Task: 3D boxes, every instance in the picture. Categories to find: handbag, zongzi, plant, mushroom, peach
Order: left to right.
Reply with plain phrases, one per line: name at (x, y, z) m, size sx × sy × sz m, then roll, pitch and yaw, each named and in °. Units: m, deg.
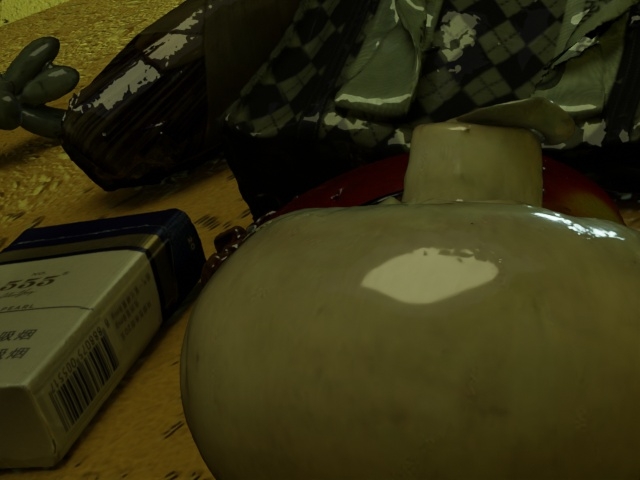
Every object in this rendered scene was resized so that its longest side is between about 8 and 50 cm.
plant at (-0.441, -0.169, 1.473) m, size 0.274 × 0.147 × 0.149 m, roll -21°, pitch 20°, yaw -10°
zongzi at (-0.105, -0.198, 1.159) m, size 0.289 × 0.154 × 0.317 m, roll -42°, pitch -3°, yaw -38°
peach at (0.074, -0.016, 0.754) m, size 0.279 × 0.068 × 0.189 m, roll 4°, pitch 41°, yaw 18°
mushroom at (0.064, 0.041, 0.499) m, size 0.246 × 0.202 × 0.246 m, roll 9°, pitch -12°, yaw 2°
handbag at (0.148, -0.134, 0.955) m, size 0.416 × 0.180 × 0.317 m, roll -1°, pitch 35°, yaw 23°

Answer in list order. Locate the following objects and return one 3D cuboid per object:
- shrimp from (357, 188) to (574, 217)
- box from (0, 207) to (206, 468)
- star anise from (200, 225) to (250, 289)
shrimp at (0.104, 0.031, 0.625) m, size 0.248 × 0.150 × 0.068 m, roll -2°, pitch 41°, yaw 3°
box at (-0.208, 0.066, 0.848) m, size 0.168 × 0.071 × 0.259 m, roll -7°, pitch 24°, yaw 23°
star anise at (0.000, 0.000, 0.860) m, size 0.190 × 0.070 × 0.097 m, roll -15°, pitch 20°, yaw 1°
